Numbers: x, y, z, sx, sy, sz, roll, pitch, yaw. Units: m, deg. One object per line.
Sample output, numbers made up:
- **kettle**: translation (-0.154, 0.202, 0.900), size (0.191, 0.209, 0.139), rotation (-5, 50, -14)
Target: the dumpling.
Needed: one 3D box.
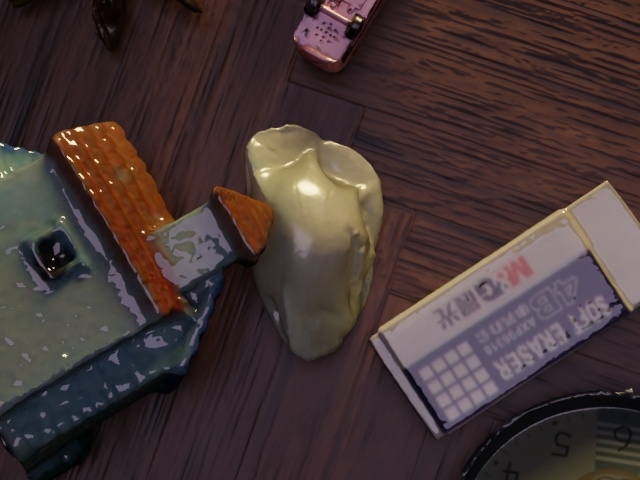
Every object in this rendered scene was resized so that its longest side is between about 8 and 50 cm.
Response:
- **dumpling**: translation (0.000, 0.000, 1.646), size (0.151, 0.124, 0.229), rotation (-5, 89, -34)

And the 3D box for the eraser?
- **eraser**: translation (0.193, 0.068, 1.636), size (0.279, 0.081, 0.124), rotation (-34, 84, -1)

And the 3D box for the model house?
- **model house**: translation (-0.214, 0.021, 1.596), size (0.329, 0.252, 0.295), rotation (-32, 82, -8)

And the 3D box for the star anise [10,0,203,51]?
- **star anise**: translation (-0.211, -0.335, 1.698), size (0.288, 0.088, 0.288), rotation (0, 82, 2)

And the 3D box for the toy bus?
- **toy bus**: translation (0.044, -0.263, 1.675), size (0.063, 0.090, 0.203), rotation (31, 87, 5)

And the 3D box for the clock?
- **clock**: translation (0.262, 0.286, 1.567), size (0.312, 0.061, 0.313), rotation (-5, 63, 11)
